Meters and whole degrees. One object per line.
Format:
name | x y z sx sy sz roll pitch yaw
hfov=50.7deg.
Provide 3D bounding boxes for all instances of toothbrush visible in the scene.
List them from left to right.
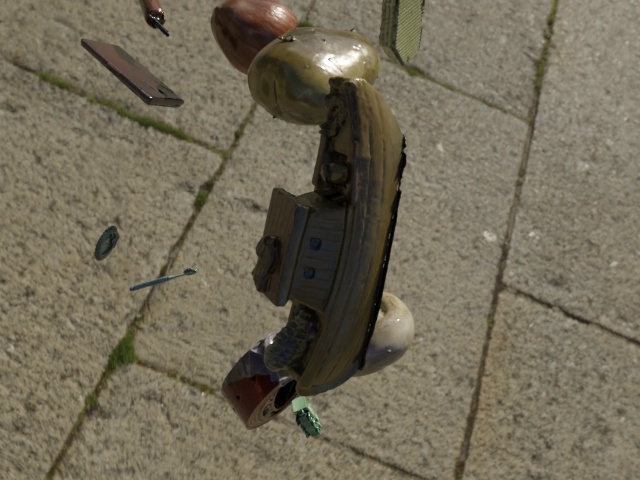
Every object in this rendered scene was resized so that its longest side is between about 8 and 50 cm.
toothbrush | -0.415 0.104 1.772 0.219 0.019 0.016 -16 64 25

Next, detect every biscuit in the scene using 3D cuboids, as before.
biscuit | 0.179 -0.502 1.468 0.052 0.252 0.150 23 47 25

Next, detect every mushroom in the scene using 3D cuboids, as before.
mushroom | 0.097 0.203 1.817 0.292 0.290 0.292 -18 25 9

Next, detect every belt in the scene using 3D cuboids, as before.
belt | -0.114 0.322 1.598 0.227 0.324 0.115 -32 70 -29

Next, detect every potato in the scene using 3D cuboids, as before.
potato | -0.001 -0.286 1.134 0.191 0.141 0.296 13 28 24

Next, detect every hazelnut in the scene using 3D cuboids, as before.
hazelnut | -0.153 -0.465 1.528 0.214 0.214 0.176 20 84 -2

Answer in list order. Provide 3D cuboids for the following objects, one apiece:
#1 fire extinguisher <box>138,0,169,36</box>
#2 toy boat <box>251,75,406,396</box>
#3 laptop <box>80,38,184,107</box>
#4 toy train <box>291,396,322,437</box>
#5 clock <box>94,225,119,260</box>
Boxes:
fire extinguisher | -0.377 -0.520 1.525 0.050 0.062 0.177 -36 50 13
toy boat | 0.000 0.000 0.667 0.121 0.321 0.089 3 17 -26
laptop | -0.406 -0.359 1.460 0.207 0.026 0.154 40 18 7
toy train | -0.025 0.341 1.293 0.033 0.083 0.053 -23 39 7
clock | -0.468 0.007 1.479 0.010 0.074 0.083 22 58 12
